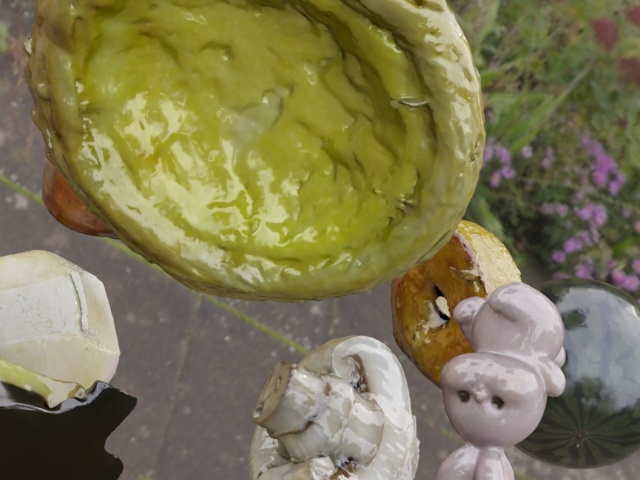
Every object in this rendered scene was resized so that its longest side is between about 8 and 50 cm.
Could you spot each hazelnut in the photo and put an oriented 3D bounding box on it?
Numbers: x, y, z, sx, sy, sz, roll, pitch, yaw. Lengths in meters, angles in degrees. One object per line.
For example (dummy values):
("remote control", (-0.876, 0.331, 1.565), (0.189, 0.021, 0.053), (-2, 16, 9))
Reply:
("hazelnut", (-0.243, -0.070, 1.284), (0.150, 0.150, 0.150), (26, 42, -26))

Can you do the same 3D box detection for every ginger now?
("ginger", (-0.464, 0.306, 1.572), (0.358, 0.413, 0.211), (-9, 21, -43))

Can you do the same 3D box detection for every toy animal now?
("toy animal", (0.162, 0.150, 1.042), (0.124, 0.124, 0.212), (31, 63, -20))

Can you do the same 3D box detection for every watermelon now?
("watermelon", (0.277, 0.142, 1.216), (0.212, 0.212, 0.212), (26, 42, -26))

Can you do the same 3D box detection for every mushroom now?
("mushroom", (-0.010, 0.240, 1.334), (0.195, 0.189, 0.253), (33, 41, -23))

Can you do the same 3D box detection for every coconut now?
("coconut", (-0.516, 0.186, 1.935), (0.353, 0.352, 0.352), (26, 42, -26))

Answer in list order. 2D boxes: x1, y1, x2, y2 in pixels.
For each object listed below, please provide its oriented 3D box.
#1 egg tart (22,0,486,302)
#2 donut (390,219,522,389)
("egg tart", (-0.045, -0.113, 0.829), (0.345, 0.345, 0.132), (38, 34, -11))
("donut", (0.180, 0.084, 1.540), (0.118, 0.253, 0.253), (-9, 62, -31))
